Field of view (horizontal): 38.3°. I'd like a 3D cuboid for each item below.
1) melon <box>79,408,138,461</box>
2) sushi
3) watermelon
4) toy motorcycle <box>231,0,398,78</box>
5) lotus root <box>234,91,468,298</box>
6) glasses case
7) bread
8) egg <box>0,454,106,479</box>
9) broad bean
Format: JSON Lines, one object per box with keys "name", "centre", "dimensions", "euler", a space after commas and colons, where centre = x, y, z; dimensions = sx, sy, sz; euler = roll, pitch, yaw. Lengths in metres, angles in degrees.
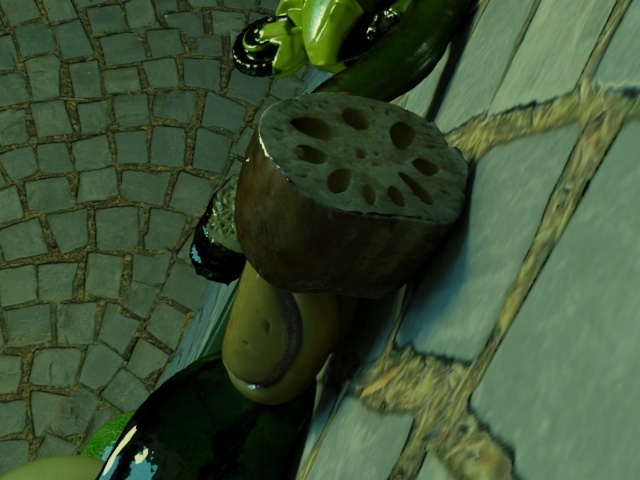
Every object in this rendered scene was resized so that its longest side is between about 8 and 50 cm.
{"name": "melon", "centre": [-0.316, 0.352, 1.479], "dimensions": [0.169, 0.129, 0.265], "euler": [-51, 13, 48]}
{"name": "sushi", "centre": [-0.174, -0.021, 1.777], "dimensions": [0.127, 0.124, 0.225], "euler": [-56, 10, 43]}
{"name": "watermelon", "centre": [-0.074, 0.179, 0.612], "dimensions": [0.129, 0.123, 0.301], "euler": [75, -151, -49]}
{"name": "toy motorcycle", "centre": [0.047, -0.316, 1.110], "dimensions": [0.342, 0.206, 0.142], "euler": [-56, -27, -20]}
{"name": "lotus root", "centre": [0.014, -0.027, 0.510], "dimensions": [0.081, 0.122, 0.112], "euler": [115, 151, -44]}
{"name": "glasses case", "centre": [-0.126, 0.128, 1.245], "dimensions": [0.184, 0.039, 0.078], "euler": [-63, 7, 6]}
{"name": "bread", "centre": [0.000, 0.000, 0.629], "dimensions": [0.134, 0.081, 0.225], "euler": [108, -176, -46]}
{"name": "egg", "centre": [-0.224, 0.284, 0.805], "dimensions": [0.254, 0.188, 0.189], "euler": [119, 176, -74]}
{"name": "broad bean", "centre": [0.059, -0.161, 0.776], "dimensions": [0.144, 0.049, 0.292], "euler": [-27, 20, 34]}
